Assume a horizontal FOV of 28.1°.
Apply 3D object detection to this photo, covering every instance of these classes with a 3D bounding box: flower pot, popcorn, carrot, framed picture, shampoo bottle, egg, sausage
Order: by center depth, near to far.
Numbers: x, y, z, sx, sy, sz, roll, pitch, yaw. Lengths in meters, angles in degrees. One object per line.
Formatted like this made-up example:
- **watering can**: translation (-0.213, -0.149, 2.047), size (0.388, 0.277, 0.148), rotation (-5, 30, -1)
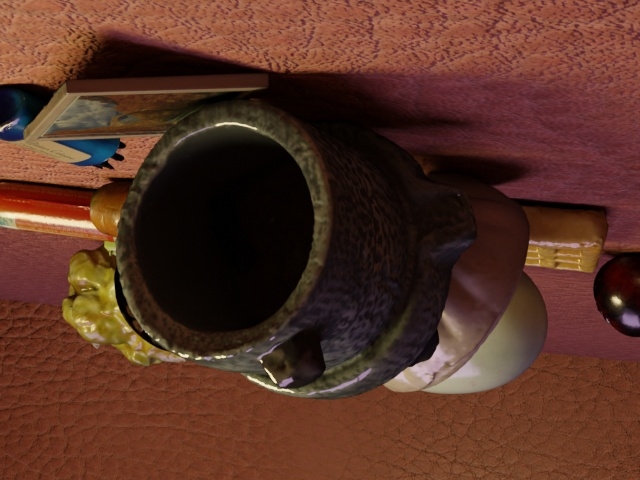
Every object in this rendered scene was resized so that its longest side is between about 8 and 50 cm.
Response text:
- **framed picture**: translation (-0.172, -0.123, 1.205), size (0.184, 0.016, 0.250), rotation (-5, 176, -23)
- **flower pot**: translation (-0.004, 0.012, 1.227), size (0.299, 0.299, 0.282), rotation (2, 171, 30)
- **shampoo bottle**: translation (-0.283, -0.116, 1.365), size (0.087, 0.050, 0.183), rotation (-6, 166, 32)
- **carrot**: translation (-0.216, -0.039, 1.736), size (0.193, 0.087, 0.087), rotation (3, 171, 13)
- **sausage**: translation (-0.382, -0.044, 1.867), size (0.263, 0.083, 0.083), rotation (8, 172, 6)
- **egg**: translation (0.149, 0.103, 1.879), size (0.370, 0.230, 0.230), rotation (9, 173, 21)
- **popcorn**: translation (-0.347, 0.112, 2.386), size (0.276, 0.226, 0.276), rotation (0, 139, 0)

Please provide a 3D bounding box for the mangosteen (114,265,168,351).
- **mangosteen**: translation (-0.229, 0.080, 2.168), size (0.242, 0.243, 0.243), rotation (7, 172, 1)

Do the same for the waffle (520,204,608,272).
- **waffle**: translation (0.242, -0.006, 1.651), size (0.247, 0.055, 0.221), rotation (6, 172, 12)

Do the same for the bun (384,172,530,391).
- **bun**: translation (0.088, 0.023, 1.423), size (0.175, 0.263, 0.263), rotation (33, 161, -22)

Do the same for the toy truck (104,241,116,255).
- **toy truck**: translation (-0.257, -0.004, 2.011), size (0.168, 0.077, 0.100), rotation (8, 174, 4)

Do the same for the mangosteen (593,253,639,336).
- **mangosteen**: translation (0.465, 0.072, 1.841), size (0.140, 0.140, 0.140), rotation (7, 172, 1)
